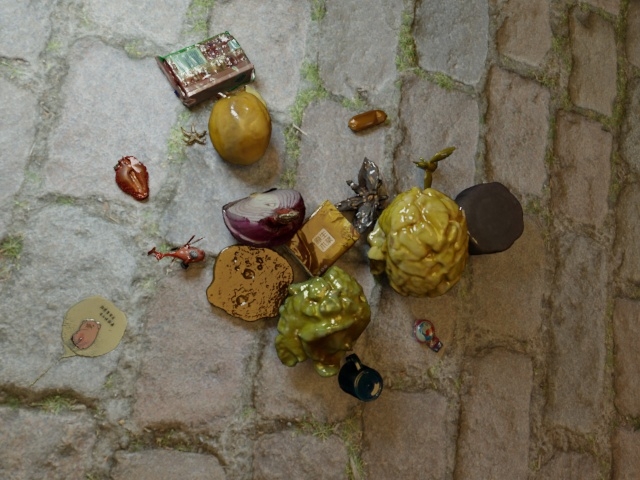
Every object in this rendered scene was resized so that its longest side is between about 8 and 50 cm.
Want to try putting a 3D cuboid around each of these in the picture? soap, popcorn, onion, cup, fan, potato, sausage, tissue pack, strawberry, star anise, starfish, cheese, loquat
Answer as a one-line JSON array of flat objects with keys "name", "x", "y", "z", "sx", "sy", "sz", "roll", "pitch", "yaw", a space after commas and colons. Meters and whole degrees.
[{"name": "soap", "x": -0.381, "y": -0.584, "z": 1.420, "sx": 0.273, "sy": 0.098, "sz": 0.218, "roll": -33, "pitch": 94, "yaw": -20}, {"name": "popcorn", "x": 0.350, "y": 0.010, "z": 1.442, "sx": 0.354, "sy": 0.390, "sz": 0.344, "roll": 46, "pitch": 58, "yaw": 4}, {"name": "popcorn", "x": 0.009, "y": 0.245, "z": 1.355, "sx": 0.274, "sy": 0.336, "sz": 0.279, "roll": 33, "pitch": 35, "yaw": 10}, {"name": "onion", "x": -0.152, "y": -0.047, "z": 1.321, "sx": 0.266, "sy": 0.348, "sz": 0.159, "roll": -19, "pitch": 114, "yaw": -17}, {"name": "cup", "x": 0.125, "y": 0.469, "z": 1.431, "sx": 0.150, "sy": 0.138, "sz": 0.113, "roll": 42, "pitch": 72, "yaw": -9}, {"name": "fan", "x": -0.724, "y": 0.306, "z": 1.236, "sx": 0.182, "sy": 0.010, "sz": 0.310, "roll": 45, "pitch": 71, "yaw": -9}, {"name": "potato", "x": -0.243, "y": -0.476, "z": 1.471, "sx": 0.103, "sy": 0.066, "sz": 0.096, "roll": 34, "pitch": 98, "yaw": -21}, {"name": "sausage", "x": 0.177, "y": -0.463, "z": 1.616, "sx": 0.183, "sy": 0.054, "sz": 0.062, "roll": -26, "pitch": 124, "yaw": -22}, {"name": "tissue pack", "x": 0.000, "y": 0.000, "z": 1.463, "sx": 0.226, "sy": 0.092, "sz": 0.183, "roll": -44, "pitch": 94, "yaw": -10}, {"name": "strawberry", "x": -0.592, "y": -0.200, "z": 1.327, "sx": 0.103, "sy": 0.048, "sz": 0.152, "roll": -34, "pitch": 91, "yaw": -16}, {"name": "star anise", "x": 0.162, "y": -0.145, "z": 1.541, "sx": 0.198, "sy": 0.110, "sz": 0.258, "roll": 41, "pitch": 75, "yaw": -21}, {"name": "starfish", "x": -0.428, "y": -0.356, "z": 1.412, "sx": 0.091, "sy": 0.028, "sz": 0.078, "roll": 23, "pitch": 71, "yaw": -12}, {"name": "cheese", "x": 0.407, "y": 0.360, "z": 1.593, "sx": 0.095, "sy": 0.038, "sz": 0.145, "roll": -45, "pitch": 97, "yaw": -18}, {"name": "loquat", "x": -0.260, "y": -0.363, "z": 1.369, "sx": 0.193, "sy": 0.238, "sz": 0.239, "roll": -19, "pitch": 89, "yaw": -26}]

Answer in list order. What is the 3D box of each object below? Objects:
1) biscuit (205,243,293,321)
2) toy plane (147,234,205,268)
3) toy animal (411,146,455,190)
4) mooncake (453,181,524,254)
[{"name": "biscuit", "x": -0.229, "y": 0.137, "z": 1.403, "sx": 0.272, "sy": 0.049, "sz": 0.258, "roll": 19, "pitch": 80, "yaw": -14}, {"name": "toy plane", "x": -0.428, "y": 0.037, "z": 1.297, "sx": 0.126, "sy": 0.194, "sz": 0.077, "roll": -37, "pitch": 73, "yaw": 4}, {"name": "toy animal", "x": 0.410, "y": -0.291, "z": 1.653, "sx": 0.155, "sy": 0.095, "sz": 0.219, "roll": 15, "pitch": 109, "yaw": -16}, {"name": "mooncake", "x": 0.639, "y": -0.083, "z": 1.668, "sx": 0.305, "sy": 0.154, "sz": 0.307, "roll": 3, "pitch": 82, "yaw": -19}]
